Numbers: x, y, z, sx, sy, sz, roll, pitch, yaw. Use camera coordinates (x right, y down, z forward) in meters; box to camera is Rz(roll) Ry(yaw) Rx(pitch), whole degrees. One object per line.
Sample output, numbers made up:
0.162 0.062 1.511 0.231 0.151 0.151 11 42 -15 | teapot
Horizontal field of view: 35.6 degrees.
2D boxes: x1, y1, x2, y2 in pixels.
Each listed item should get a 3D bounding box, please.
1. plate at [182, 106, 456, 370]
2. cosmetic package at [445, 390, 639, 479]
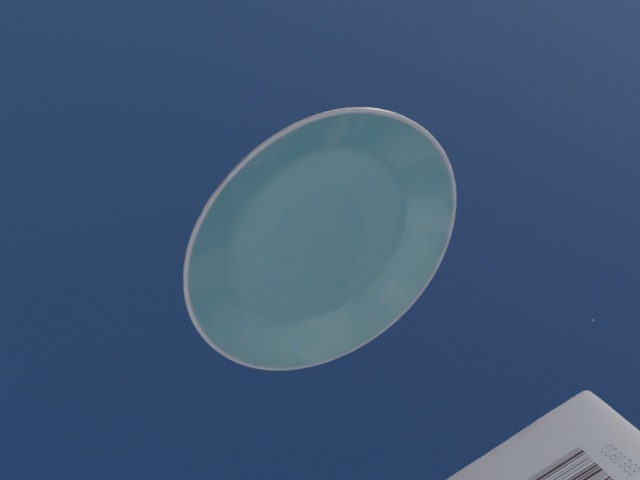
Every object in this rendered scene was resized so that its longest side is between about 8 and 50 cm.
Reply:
0.000 0.000 0.620 0.188 0.188 0.024 -49 -137 7 | plate
0.251 0.324 0.698 0.156 0.217 0.385 -31 -75 -3 | cosmetic package
